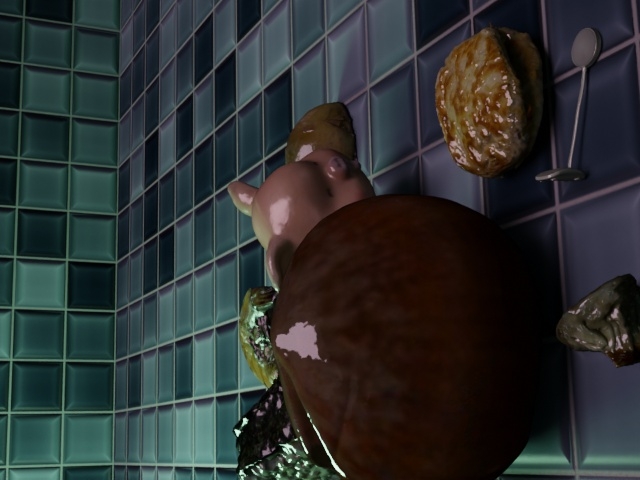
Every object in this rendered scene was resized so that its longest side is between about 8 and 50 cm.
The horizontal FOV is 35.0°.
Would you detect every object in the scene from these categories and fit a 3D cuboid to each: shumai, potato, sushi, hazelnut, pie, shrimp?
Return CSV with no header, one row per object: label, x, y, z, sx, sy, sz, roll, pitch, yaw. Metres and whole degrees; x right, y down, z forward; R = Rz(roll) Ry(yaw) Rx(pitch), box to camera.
shumai,0.329,0.101,1.137,0.087,0.099,0.123,57,165,22
potato,-0.005,-0.133,1.867,0.120,0.100,0.261,-171,85,-66
sushi,-0.010,0.303,1.701,0.350,0.211,0.170,-46,41,47
hazelnut,0.105,0.141,1.343,0.359,0.359,0.409,140,138,-58
pie,0.232,-0.190,1.383,0.179,0.084,0.205,126,139,-51
shrimp,-0.066,0.182,1.916,0.365,0.071,0.233,-31,82,60

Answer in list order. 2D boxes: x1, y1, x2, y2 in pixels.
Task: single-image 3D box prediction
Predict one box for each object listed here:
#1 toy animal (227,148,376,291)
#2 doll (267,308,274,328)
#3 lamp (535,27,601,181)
toy animal,0.000,0.000,1.640,0.237,0.269,0.326,63,145,40
doll,-0.066,0.111,1.989,0.207,0.081,0.129,116,151,-44
lamp,0.309,-0.168,1.259,0.050,0.056,0.198,-176,93,-68
